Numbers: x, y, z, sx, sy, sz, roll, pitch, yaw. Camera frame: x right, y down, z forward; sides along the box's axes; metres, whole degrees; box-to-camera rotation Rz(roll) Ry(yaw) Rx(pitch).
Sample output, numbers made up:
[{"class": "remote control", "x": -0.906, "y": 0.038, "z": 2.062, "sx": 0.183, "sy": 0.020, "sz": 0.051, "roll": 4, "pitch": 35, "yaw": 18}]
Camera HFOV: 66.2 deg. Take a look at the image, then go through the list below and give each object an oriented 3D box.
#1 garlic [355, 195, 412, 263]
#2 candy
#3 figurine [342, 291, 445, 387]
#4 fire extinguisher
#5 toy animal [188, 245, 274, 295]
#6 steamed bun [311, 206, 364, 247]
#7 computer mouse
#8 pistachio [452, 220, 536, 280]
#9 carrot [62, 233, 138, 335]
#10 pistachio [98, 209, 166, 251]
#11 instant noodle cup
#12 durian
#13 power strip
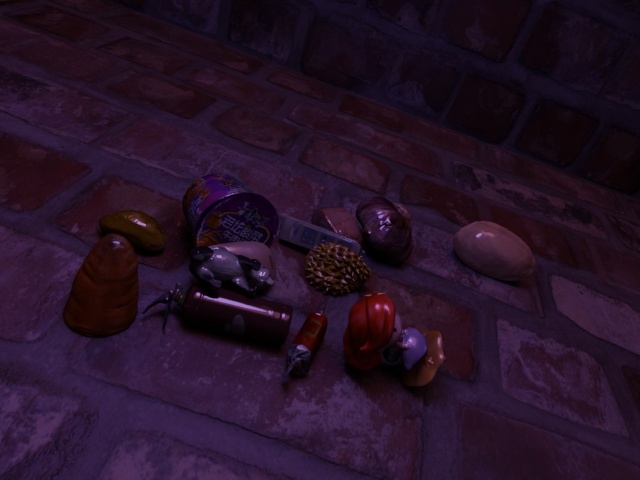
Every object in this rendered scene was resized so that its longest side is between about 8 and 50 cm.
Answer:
[{"class": "garlic", "x": 0.234, "y": -0.047, "z": 1.645, "sx": 0.245, "sy": 0.161, "sz": 0.245, "roll": 52, "pitch": 18, "yaw": -25}, {"class": "candy", "x": -0.031, "y": 0.250, "z": 1.215, "sx": 0.059, "sy": 0.086, "sz": 0.292, "roll": 18, "pitch": 33, "yaw": 10}, {"class": "figurine", "x": 0.157, "y": 0.245, "z": 1.206, "sx": 0.257, "sy": 0.208, "sz": 0.180, "roll": 36, "pitch": 71, "yaw": -25}, {"class": "fire extinguisher", "x": -0.248, "y": 0.183, "z": 1.193, "sx": 0.344, "sy": 0.102, "sz": 0.137, "roll": 15, "pitch": 69, "yaw": -8}, {"class": "toy animal", "x": -0.218, "y": 0.073, "z": 1.206, "sx": 0.225, "sy": 0.093, "sz": 0.121, "roll": 11, "pitch": 7, "yaw": -21}, {"class": "steamed bun", "x": 0.058, "y": -0.031, "z": 1.631, "sx": 0.145, "sy": 0.106, "sz": 0.175, "roll": -10, "pitch": 58, "yaw": -44}, {"class": "computer mouse", "x": -0.225, "y": 0.075, "z": 1.313, "sx": 0.237, "sy": 0.082, "sz": 0.145, "roll": -5, "pitch": 81, "yaw": -33}, {"class": "pistachio", "x": 0.624, "y": 0.038, "z": 1.776, "sx": 0.299, "sy": 0.187, "sz": 0.187, "roll": 28, "pitch": 35, "yaw": 0}, {"class": "carrot", "x": -0.475, "y": 0.088, "z": 1.095, "sx": 0.159, "sy": 0.225, "sz": 0.159, "roll": 18, "pitch": 34, "yaw": -12}, {"class": "pistachio", "x": -0.511, "y": -0.038, "z": 1.343, "sx": 0.190, "sy": 0.110, "sz": 0.100, "roll": 22, "pitch": 66, "yaw": 2}, {"class": "instant noodle cup", "x": -0.273, "y": -0.068, "z": 1.406, "sx": 0.251, "sy": 0.251, "sz": 0.190, "roll": -5, "pitch": 33, "yaw": -32}, {"class": "durian", "x": 0.045, "y": 0.081, "z": 1.469, "sx": 0.182, "sy": 0.165, "sz": 0.132, "roll": 54, "pitch": 9, "yaw": 7}, {"class": "power strip", "x": 0.001, "y": 0.000, "z": 1.536, "sx": 0.286, "sy": 0.080, "sz": 0.048, "roll": 20, "pitch": 8, "yaw": 13}]
